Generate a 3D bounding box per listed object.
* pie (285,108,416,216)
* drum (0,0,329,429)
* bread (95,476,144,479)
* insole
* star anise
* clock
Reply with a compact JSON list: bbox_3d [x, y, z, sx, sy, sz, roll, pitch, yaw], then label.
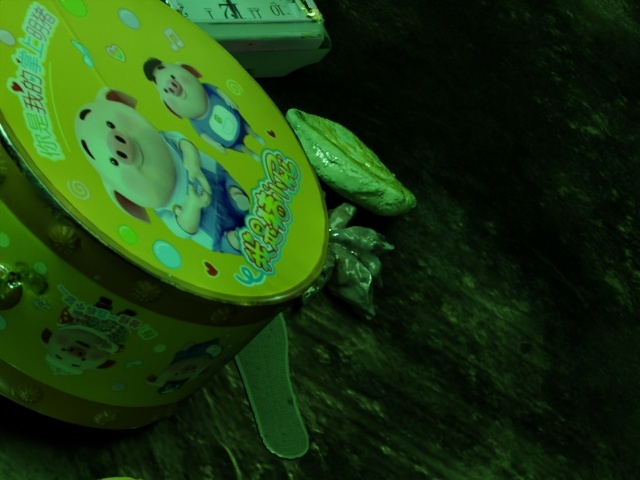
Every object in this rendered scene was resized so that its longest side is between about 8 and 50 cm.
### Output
[{"bbox_3d":[0.033,-0.087,2.186,0.187,0.041,0.187,35,13,-9],"label":"pie"},{"bbox_3d":[-0.210,-0.045,1.813,0.431,0.214,0.431,31,33,-23],"label":"drum"},{"bbox_3d":[-0.160,0.331,1.599,0.274,0.149,0.274,16,43,-16],"label":"bread"},{"bbox_3d":[-0.058,0.128,1.977,0.080,0.003,0.232,10,48,-31],"label":"insole"},{"bbox_3d":[0.000,0.000,2.096,0.182,0.065,0.195,27,43,-14],"label":"star anise"},{"bbox_3d":[-0.121,-0.282,2.255,0.253,0.083,0.186,-6,57,-40],"label":"clock"}]
